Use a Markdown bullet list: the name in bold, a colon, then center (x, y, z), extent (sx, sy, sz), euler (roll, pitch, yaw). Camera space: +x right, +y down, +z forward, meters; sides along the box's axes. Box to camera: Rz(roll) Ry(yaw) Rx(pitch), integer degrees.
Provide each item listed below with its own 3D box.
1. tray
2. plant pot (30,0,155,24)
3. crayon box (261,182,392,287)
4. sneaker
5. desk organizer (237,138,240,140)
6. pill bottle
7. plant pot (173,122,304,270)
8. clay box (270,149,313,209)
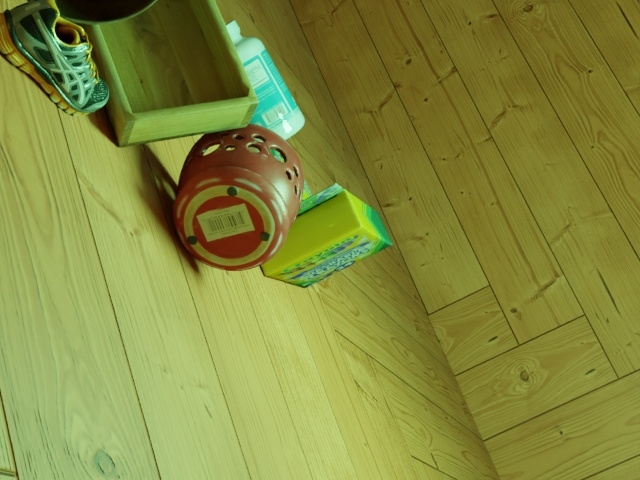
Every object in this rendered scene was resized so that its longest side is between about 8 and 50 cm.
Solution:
- **tray**: center (-0.264, -0.341, 1.491), extent (0.411, 0.203, 0.076), euler (66, -29, 20)
- **plant pot**: center (-0.319, -0.457, 1.381), extent (0.215, 0.215, 0.230), euler (50, 22, -49)
- **crayon box**: center (0.000, 0.000, 1.889), extent (0.083, 0.203, 0.323), euler (66, 11, 14)
- **sneaker**: center (-0.318, -0.228, 1.253), extent (0.084, 0.083, 0.215), euler (66, 9, 24)
- **desk organizer**: center (-0.191, -0.256, 2.033), extent (0.130, 0.047, 0.050), euler (60, 13, -14)
- **pill bottle**: center (-0.154, -0.326, 2.108), extent (0.264, 0.146, 0.146), euler (60, 11, -14)
- **plant pot**: center (-0.124, -0.057, 1.494), extent (0.191, 0.191, 0.174), euler (58, 19, -25)
- **clay box**: center (-0.074, -0.134, 2.274), extent (0.127, 0.053, 0.222), euler (65, 11, 8)
